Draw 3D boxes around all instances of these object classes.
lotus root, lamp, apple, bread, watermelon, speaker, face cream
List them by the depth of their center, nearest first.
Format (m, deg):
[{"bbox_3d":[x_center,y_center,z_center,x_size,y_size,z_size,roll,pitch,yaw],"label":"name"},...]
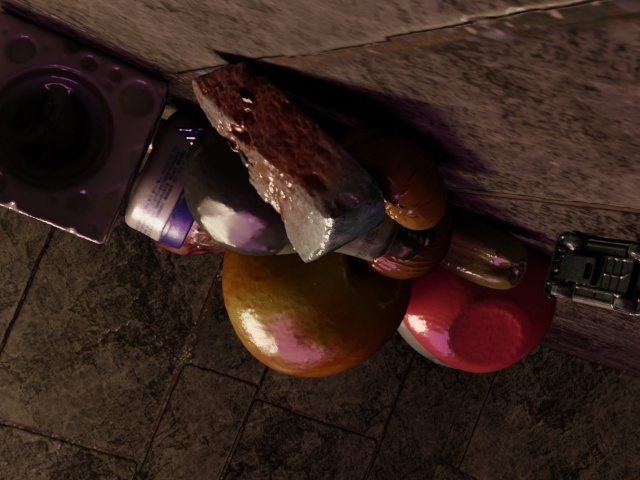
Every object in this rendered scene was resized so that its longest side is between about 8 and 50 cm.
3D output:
[{"bbox_3d":[-0.039,-0.097,0.921,0.241,0.094,0.154,49,167,11],"label":"watermelon"},{"bbox_3d":[0.083,-0.074,0.971,0.114,0.077,0.189,41,176,32],"label":"bread"},{"bbox_3d":[-0.023,-0.037,1.089,0.314,0.182,0.182,36,171,-21],"label":"lamp"},{"bbox_3d":[0.113,-0.013,1.210,0.136,0.136,0.136,22,176,2],"label":"lamp"},{"bbox_3d":[0.216,0.010,1.291,0.183,0.090,0.077,21,-158,35],"label":"lotus root"},{"bbox_3d":[0.002,0.056,1.333,0.301,0.302,0.301,22,176,2],"label":"apple"},{"bbox_3d":[-0.228,-0.099,1.404,0.111,0.206,0.206,25,176,-7],"label":"face cream"},{"bbox_3d":[0.240,0.078,1.477,0.294,0.294,0.294,22,176,2],"label":"speaker"}]

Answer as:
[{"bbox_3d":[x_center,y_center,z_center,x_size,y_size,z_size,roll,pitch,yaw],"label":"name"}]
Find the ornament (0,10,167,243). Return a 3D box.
[{"bbox_3d":[-0.376,-0.149,1.282,0.239,0.240,0.240,23,176,-10],"label":"ornament"}]

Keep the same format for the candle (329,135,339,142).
[{"bbox_3d":[-0.027,-0.137,1.132,0.167,0.021,0.026,21,175,17],"label":"candle"}]

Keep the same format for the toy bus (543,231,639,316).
[{"bbox_3d":[0.358,0.046,1.062,0.089,0.087,0.194,16,178,-24],"label":"toy bus"}]

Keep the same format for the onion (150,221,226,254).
[{"bbox_3d":[-0.216,-0.086,1.653,0.252,0.219,0.252,-2,141,-2],"label":"onion"}]

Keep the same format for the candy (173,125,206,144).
[{"bbox_3d":[-0.081,-0.123,1.279,0.145,0.070,0.275,10,175,25],"label":"candy"}]

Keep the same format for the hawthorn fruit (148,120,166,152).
[{"bbox_3d":[-0.286,-0.190,1.613,0.066,0.067,0.103,25,159,-39],"label":"hawthorn fruit"}]
